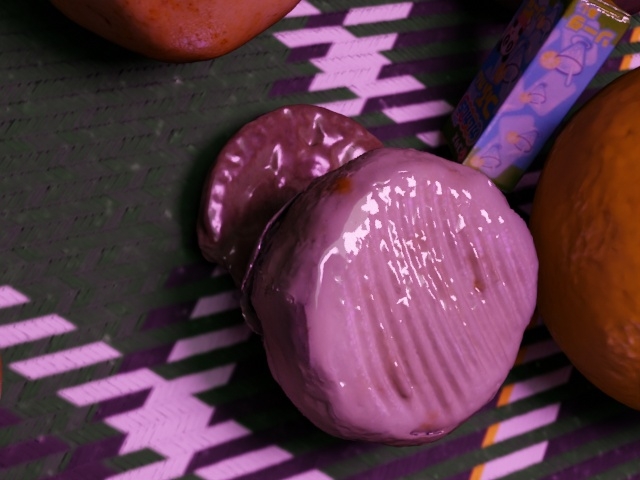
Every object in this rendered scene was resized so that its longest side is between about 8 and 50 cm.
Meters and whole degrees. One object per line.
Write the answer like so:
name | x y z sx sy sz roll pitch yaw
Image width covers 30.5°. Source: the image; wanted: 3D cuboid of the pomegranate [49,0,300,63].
pomegranate | -0.119 -0.266 0.911 0.264 0.264 0.264 8 71 -25

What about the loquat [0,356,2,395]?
loquat | -0.290 0.106 0.773 0.152 0.152 0.195 18 75 -22

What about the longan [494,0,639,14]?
longan | 0.244 -0.320 1.146 0.248 0.248 0.248 8 71 -25

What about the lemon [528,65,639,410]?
lemon | 0.343 -0.007 1.032 0.348 0.348 0.348 8 71 -25

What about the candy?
candy | 0.190 -0.146 1.059 0.062 0.194 0.097 23 26 -19

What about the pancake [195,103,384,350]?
pancake | 0.000 0.000 1.012 0.236 0.042 0.222 41 63 -13

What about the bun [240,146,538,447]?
bun | 0.049 0.044 0.929 0.239 0.141 0.239 0 91 -27
